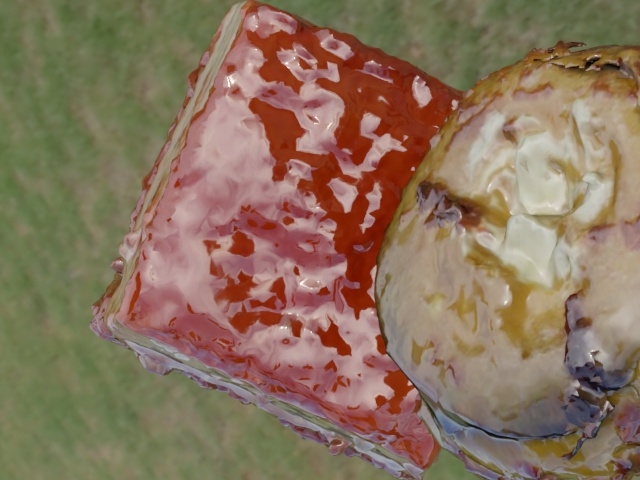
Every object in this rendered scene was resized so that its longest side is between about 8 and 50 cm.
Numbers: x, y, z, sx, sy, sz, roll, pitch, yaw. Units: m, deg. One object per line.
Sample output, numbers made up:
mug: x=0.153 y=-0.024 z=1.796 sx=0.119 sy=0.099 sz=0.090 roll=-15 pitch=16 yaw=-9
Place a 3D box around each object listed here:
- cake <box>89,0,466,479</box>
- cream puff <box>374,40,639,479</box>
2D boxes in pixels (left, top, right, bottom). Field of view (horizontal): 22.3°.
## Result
cake: x=0.000 y=0.000 z=1.161 sx=0.269 sy=0.270 sz=0.319 roll=25 pitch=175 yaw=-3
cream puff: x=0.139 y=0.017 z=0.844 sx=0.240 sy=0.240 sz=0.164 roll=23 pitch=173 yaw=46
